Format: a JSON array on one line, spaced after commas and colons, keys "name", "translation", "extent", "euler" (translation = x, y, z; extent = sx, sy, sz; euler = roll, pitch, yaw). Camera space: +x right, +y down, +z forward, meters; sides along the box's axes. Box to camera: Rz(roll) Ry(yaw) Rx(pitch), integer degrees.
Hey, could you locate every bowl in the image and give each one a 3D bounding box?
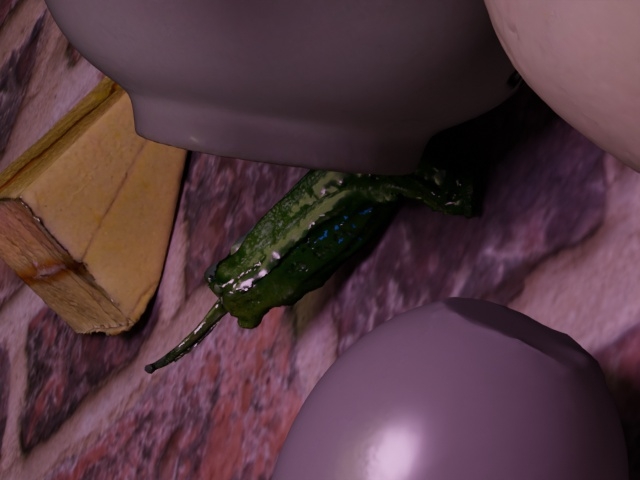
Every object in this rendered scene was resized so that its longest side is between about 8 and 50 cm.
[{"name": "bowl", "translation": [-0.015, -0.143, 1.068], "extent": [0.354, 0.353, 0.185], "euler": [-158, 74, -64]}]

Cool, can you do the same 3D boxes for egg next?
[{"name": "egg", "translation": [0.059, 0.146, 0.896], "extent": [0.176, 0.176, 0.232], "euler": [40, 117, 63]}]

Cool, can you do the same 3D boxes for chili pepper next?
[{"name": "chili pepper", "translation": [0.000, 0.000, 1.211], "extent": [0.279, 0.065, 0.122], "euler": [-36, 21, 31]}]

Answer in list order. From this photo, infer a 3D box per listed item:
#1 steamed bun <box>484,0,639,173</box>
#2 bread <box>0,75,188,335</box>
[{"name": "steamed bun", "translation": [0.188, -0.179, 0.785], "extent": [0.312, 0.233, 0.334], "euler": [-64, 26, 14]}, {"name": "bread", "translation": [-0.164, -0.056, 1.623], "extent": [0.264, 0.163, 0.167], "euler": [-46, 17, -20]}]
